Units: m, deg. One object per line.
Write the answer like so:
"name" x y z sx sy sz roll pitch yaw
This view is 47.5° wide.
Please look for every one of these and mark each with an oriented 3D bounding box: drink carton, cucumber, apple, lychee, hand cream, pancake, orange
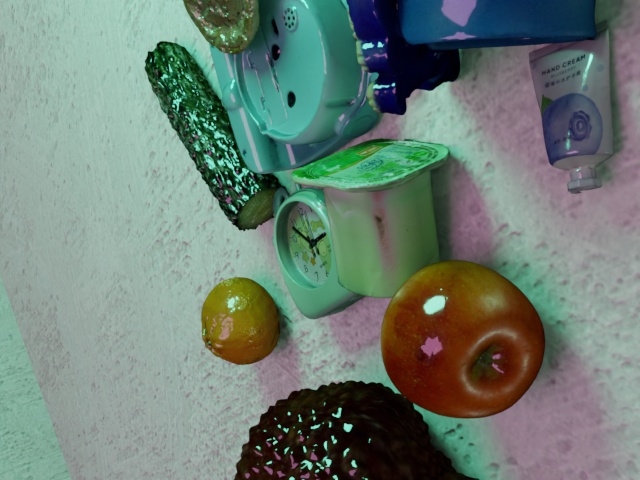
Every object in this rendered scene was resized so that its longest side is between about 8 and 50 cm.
"drink carton" 0.070 -0.023 0.803 0.144 0.146 0.142 15 122 49
"cucumber" -0.177 -0.175 1.090 0.359 0.096 0.096 54 138 23
"apple" 0.142 0.101 0.730 0.139 0.163 0.163 -158 60 -65
"lychee" 0.045 0.297 0.860 0.264 0.300 0.264 180 90 -90
"hand cream" 0.225 -0.114 0.646 0.084 0.053 0.142 -13 82 53
"pancake" -0.122 -0.294 0.855 0.151 0.025 0.151 36 144 32
"orange" -0.124 0.123 1.107 0.135 0.117 0.135 15 112 41

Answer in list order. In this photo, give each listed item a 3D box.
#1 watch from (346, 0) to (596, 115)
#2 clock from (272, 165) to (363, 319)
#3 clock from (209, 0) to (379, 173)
"watch" 0.136 -0.208 0.625 0.200 0.196 0.171 4 113 32
"clock" -0.001 0.000 0.954 0.148 0.060 0.188 -35 74 52
"clock" -0.024 -0.216 0.882 0.274 0.094 0.223 -20 88 53
